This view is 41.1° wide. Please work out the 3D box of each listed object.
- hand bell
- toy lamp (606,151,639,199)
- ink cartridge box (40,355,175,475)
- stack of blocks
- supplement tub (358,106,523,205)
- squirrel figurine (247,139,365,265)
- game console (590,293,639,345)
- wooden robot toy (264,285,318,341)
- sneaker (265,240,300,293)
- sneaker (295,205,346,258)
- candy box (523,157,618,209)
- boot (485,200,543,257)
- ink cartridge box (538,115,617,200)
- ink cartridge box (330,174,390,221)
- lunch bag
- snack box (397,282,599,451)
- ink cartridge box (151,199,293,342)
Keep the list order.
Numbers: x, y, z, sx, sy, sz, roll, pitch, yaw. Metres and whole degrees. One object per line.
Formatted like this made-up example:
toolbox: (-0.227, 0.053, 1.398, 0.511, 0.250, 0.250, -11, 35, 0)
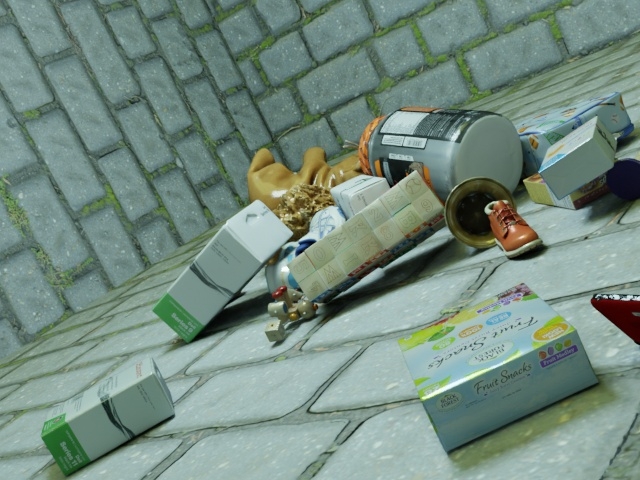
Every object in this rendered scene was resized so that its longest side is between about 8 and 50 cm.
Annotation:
hand bell: (0.289, -0.046, 1.611, 0.126, 0.126, 0.242, -26, -3, 3)
toy lamp: (0.564, -0.156, 1.452, 0.080, 0.080, 0.275, -18, 13, 41)
ink cartridge box: (-0.363, 0.297, 1.475, 0.209, 0.086, 0.153, -29, 10, -9)
stack of blocks: (0.097, 0.002, 1.610, 0.297, 0.087, 0.171, -35, -13, 8)
supplement tub: (0.247, -0.181, 1.831, 0.207, 0.207, 0.338, -31, 25, -26)
squirrel figurine: (0.005, -0.092, 2.230, 0.371, 0.281, 0.397, -11, 29, 23)
game console: (0.364, 0.062, 0.832, 0.085, 0.124, 0.144, -58, 19, -15)
wooden robot toy: (-0.046, 0.126, 1.610, 0.079, 0.076, 0.173, -11, 15, 21)
sneaker: (-0.051, 0.061, 1.945, 0.092, 0.087, 0.228, -8, 17, 16)
sneaker: (0.000, 0.000, 1.851, 0.131, 0.111, 0.296, -13, 15, -10)
candy box: (0.459, -0.108, 1.552, 0.109, 0.053, 0.187, -27, 11, -6)
boot: (0.311, -0.022, 1.399, 0.059, 0.084, 0.158, -25, 11, -2)
ink cartridge box: (0.433, -0.145, 1.427, 0.104, 0.061, 0.181, -35, 6, 29)
ink cartridge box: (0.109, -0.053, 1.858, 0.093, 0.160, 0.219, -26, 10, -6)
lunch bag: (0.516, -0.223, 1.833, 0.243, 0.114, 0.303, -27, 9, -16)
snack box: (0.188, 0.132, 0.953, 0.175, 0.070, 0.207, -26, 12, 2)
ink cartridge box: (-0.219, 0.067, 1.926, 0.289, 0.121, 0.211, -46, 1, 26)
